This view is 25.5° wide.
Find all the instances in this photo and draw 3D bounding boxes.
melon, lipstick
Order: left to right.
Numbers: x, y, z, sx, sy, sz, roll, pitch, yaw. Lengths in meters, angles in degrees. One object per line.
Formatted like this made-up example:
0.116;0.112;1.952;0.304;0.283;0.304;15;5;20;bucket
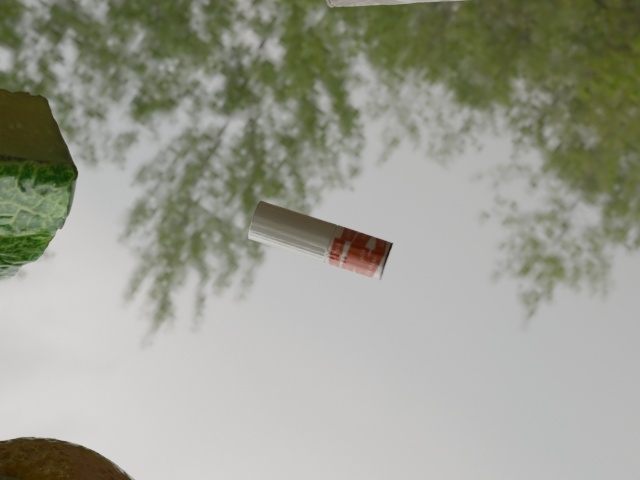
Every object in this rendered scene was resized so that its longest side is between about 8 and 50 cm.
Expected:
-0.323;-0.066;0.865;0.323;0.196;0.124;19;-120;-27;melon
0.000;0.000;1.309;0.130;0.038;0.038;18;-166;5;lipstick

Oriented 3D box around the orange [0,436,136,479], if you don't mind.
-0.210;0.262;1.054;0.236;0.236;0.236;34;-165;-11;orange

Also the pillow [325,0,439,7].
0.145;-0.215;0.885;0.067;0.270;0.173;71;-156;-47;pillow
